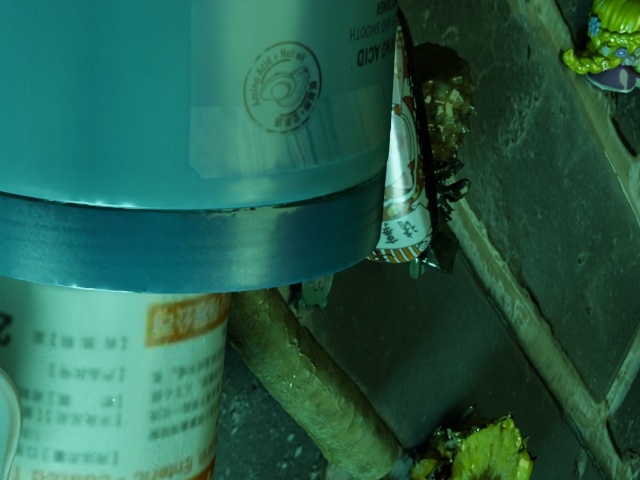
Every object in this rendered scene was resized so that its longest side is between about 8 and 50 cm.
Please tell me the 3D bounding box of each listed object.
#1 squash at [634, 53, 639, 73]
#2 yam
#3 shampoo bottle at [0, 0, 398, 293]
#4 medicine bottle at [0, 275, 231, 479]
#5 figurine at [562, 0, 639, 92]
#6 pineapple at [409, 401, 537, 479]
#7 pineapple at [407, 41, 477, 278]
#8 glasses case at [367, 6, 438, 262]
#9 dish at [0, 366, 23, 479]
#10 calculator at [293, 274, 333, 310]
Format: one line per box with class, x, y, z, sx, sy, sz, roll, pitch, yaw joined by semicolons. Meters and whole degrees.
squash;0.422;-0.262;2.066;0.184;0.085;0.191;2;101;-25
yam;-0.021;0.120;1.612;0.081;0.081;0.356;-57;141;-21
shampoo bottle;-0.111;-0.176;1.144;0.331;0.331;0.342;-17;116;-49
medicine bottle;-0.183;0.154;1.288;0.211;0.211;0.371;-14;115;-51
figurine;0.336;-0.251;1.929;0.115;0.095;0.156;-5;128;-31
pineapple;0.158;0.285;1.924;0.225;0.076;0.224;-22;120;-45
pineapple;0.100;-0.068;1.666;0.119;0.111;0.237;-31;130;-35
glasses case;0.046;-0.102;1.563;0.067;0.103;0.266;-40;127;-48
dish;-0.303;0.130;1.168;0.081;0.229;0.229;-67;166;-77
calculator;0.000;0.000;1.636;0.094;0.019;0.141;-6;109;-55
